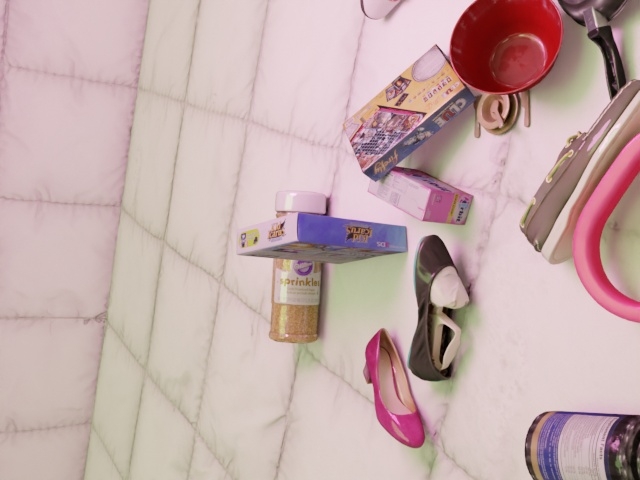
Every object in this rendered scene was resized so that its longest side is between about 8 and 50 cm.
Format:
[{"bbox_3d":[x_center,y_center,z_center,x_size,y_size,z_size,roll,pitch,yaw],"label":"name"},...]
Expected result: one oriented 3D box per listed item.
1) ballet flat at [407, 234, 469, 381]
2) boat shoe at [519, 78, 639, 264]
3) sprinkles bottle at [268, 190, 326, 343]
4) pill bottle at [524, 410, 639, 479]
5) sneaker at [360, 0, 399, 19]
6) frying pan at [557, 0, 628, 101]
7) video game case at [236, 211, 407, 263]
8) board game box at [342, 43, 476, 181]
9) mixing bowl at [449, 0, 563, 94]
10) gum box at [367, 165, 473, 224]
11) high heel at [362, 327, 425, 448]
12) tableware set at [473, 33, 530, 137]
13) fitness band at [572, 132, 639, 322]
[{"bbox_3d":[0.224,0.130,1.318,0.096,0.095,0.280,17,112,46],"label":"ballet flat"},{"bbox_3d":[0.392,-0.107,1.061,0.091,0.109,0.305,51,132,39],"label":"boat shoe"},{"bbox_3d":[-0.055,0.061,1.703,0.121,0.121,0.355,4,91,56],"label":"sprinkles bottle"},{"bbox_3d":[0.405,0.302,0.992,0.219,0.123,0.122,-15,75,54],"label":"pill bottle"},{"bbox_3d":[0.178,-0.542,1.435,0.270,0.090,0.145,-58,41,32],"label":"sneaker"},{"bbox_3d":[0.406,-0.360,1.092,0.197,0.053,0.326,-132,41,-65],"label":"frying pan"},{"bbox_3d":[0.000,0.000,1.490,0.244,0.270,0.061,-11,76,55],"label":"video game case"},{"bbox_3d":[0.162,-0.244,1.368,0.243,0.042,0.165,-39,41,20],"label":"board game box"},{"bbox_3d":[0.315,-0.313,1.178,0.182,0.098,0.181,-5,79,29],"label":"mixing bowl"},{"bbox_3d":[0.184,-0.092,1.370,0.188,0.107,0.062,36,116,51],"label":"gum box"},{"bbox_3d":[0.151,0.288,1.412,0.244,0.082,0.117,-114,31,-53],"label":"high heel"},{"bbox_3d":[0.306,-0.285,1.266,0.128,0.039,0.194,-5,83,56],"label":"tableware set"},{"bbox_3d":[0.463,-0.023,0.956,0.209,0.054,0.290,44,123,32],"label":"fitness band"}]
